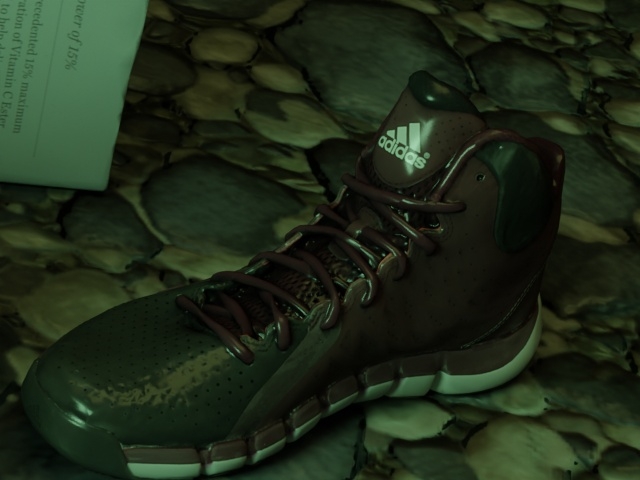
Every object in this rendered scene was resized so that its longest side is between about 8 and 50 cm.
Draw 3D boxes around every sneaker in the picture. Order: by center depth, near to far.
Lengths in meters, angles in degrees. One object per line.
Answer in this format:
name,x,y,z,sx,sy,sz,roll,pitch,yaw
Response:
sneaker,0.000,0.000,0.864,0.281,0.163,0.106,-14,43,-38

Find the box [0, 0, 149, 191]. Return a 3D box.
box,-0.262,-0.170,0.959,0.345,0.215,0.168,6,34,-16
